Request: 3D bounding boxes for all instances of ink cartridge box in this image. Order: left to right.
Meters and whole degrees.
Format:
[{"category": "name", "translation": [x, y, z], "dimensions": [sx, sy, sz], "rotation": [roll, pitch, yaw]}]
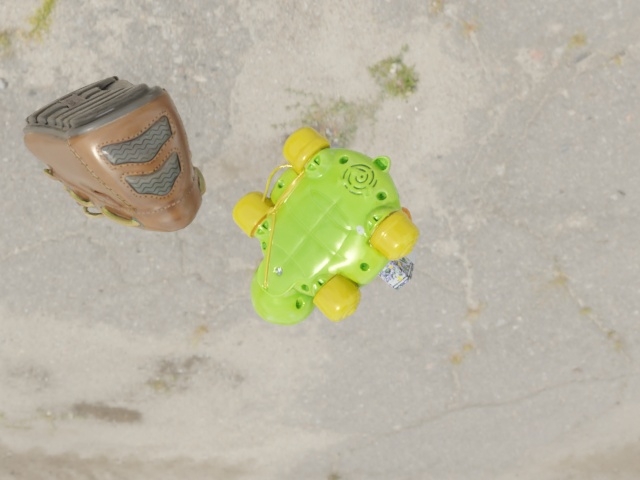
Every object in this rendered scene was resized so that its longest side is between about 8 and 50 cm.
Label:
[{"category": "ink cartridge box", "translation": [0.069, 0.004, 0.964], "dimensions": [0.115, 0.063, 0.029], "rotation": [41, 122, -11]}]

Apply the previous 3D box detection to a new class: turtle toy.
[{"category": "turtle toy", "translation": [0.000, 0.000, 0.452], "dimensions": [0.130, 0.095, 0.066], "rotation": [-49, 165, 19]}]

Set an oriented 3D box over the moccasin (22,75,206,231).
[{"category": "moccasin", "translation": [-0.203, -0.085, 0.776], "dimensions": [0.139, 0.380, 0.147], "rotation": [-33, 114, -22]}]
